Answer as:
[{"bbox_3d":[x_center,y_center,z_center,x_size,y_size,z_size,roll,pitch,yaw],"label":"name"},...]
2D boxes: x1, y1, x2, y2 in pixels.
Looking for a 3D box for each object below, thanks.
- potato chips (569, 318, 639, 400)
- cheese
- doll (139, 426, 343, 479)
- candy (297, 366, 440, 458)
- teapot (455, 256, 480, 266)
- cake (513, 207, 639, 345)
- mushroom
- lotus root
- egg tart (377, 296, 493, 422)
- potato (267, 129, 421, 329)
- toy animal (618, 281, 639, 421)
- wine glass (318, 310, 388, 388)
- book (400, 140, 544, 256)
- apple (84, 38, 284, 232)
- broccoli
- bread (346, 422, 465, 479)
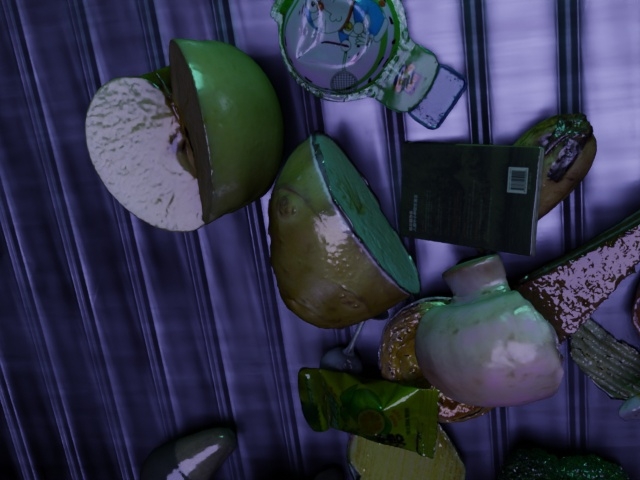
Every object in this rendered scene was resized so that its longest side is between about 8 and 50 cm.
[{"bbox_3d":[0.474,0.201,1.005,0.207,0.028,0.092,37,106,-4],"label":"potato chips"},{"bbox_3d":[0.069,-0.291,0.926,0.320,0.083,0.204,34,112,3],"label":"cheese"},{"bbox_3d":[-0.163,0.531,1.156,0.382,0.252,0.378,-40,94,15],"label":"doll"},{"bbox_3d":[0.084,0.289,1.034,0.246,0.069,0.149,8,120,28],"label":"candy"},{"bbox_3d":[0.257,0.066,1.010,0.100,0.045,0.067,7,110,13],"label":"teapot"},{"bbox_3d":[0.413,0.031,0.922,0.113,0.116,0.295,45,110,6],"label":"cake"},{"bbox_3d":[0.234,0.151,0.884,0.173,0.162,0.236,-20,87,-4],"label":"mushroom"},{"bbox_3d":[0.314,-0.087,0.925,0.110,0.097,0.258,52,124,19],"label":"lotus root"},{"bbox_3d":[0.215,0.200,1.036,0.234,0.094,0.234,3,104,13],"label":"egg tart"},{"bbox_3d":[0.000,0.000,0.951,0.196,0.246,0.299,-30,92,17],"label":"potato"},{"bbox_3d":[0.619,0.204,0.936,0.284,0.225,0.302,8,118,-10],"label":"toy animal"},{"bbox_3d":[0.050,0.198,1.084,0.079,0.079,0.195,24,110,6],"label":"wine glass"},{"bbox_3d":[0.223,-0.069,0.931,0.228,0.024,0.160,10,104,40],"label":"book"},{"bbox_3d":[-0.186,-0.161,0.943,0.295,0.233,0.257,-19,98,37],"label":"apple"},{"bbox_3d":[0.424,0.492,1.021,0.295,0.265,0.245,28,144,3],"label":"broccoli"},{"bbox_3d":[0.161,0.416,1.148,0.229,0.033,0.228,4,107,14],"label":"bread"}]
